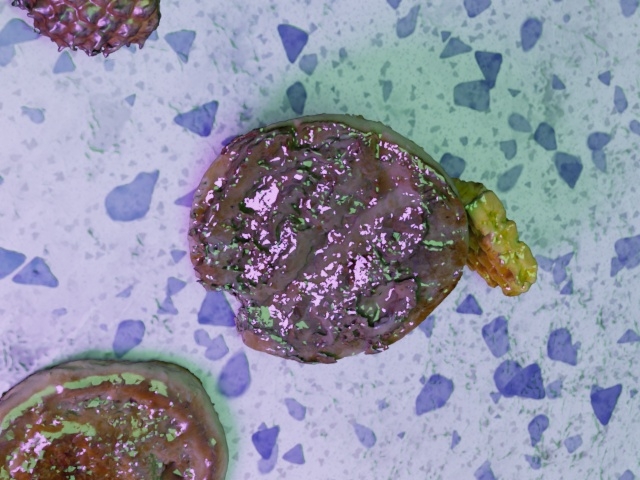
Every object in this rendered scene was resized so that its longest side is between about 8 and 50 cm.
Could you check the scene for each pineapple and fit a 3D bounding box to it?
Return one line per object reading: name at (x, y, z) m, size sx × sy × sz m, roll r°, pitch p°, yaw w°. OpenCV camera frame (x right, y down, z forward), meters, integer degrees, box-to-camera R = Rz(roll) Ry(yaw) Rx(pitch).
pineapple at (-0.288, -0.305, 1.396) m, size 0.193 × 0.166 × 0.166 m, roll 0°, pitch 102°, yaw -5°

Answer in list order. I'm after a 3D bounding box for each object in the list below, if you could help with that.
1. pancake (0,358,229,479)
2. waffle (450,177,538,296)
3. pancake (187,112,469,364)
pancake at (-0.290, 0.319, 1.578) m, size 0.356 × 0.065 × 0.356 m, roll -5°, pitch 101°, yaw -24°
waffle at (0.238, 0.001, 1.663) m, size 0.055 × 0.160 × 0.211 m, roll -43°, pitch 114°, yaw -12°
pancake at (0.000, 0.001, 1.561) m, size 0.382 × 0.071 × 0.382 m, roll 0°, pitch 113°, yaw 1°
